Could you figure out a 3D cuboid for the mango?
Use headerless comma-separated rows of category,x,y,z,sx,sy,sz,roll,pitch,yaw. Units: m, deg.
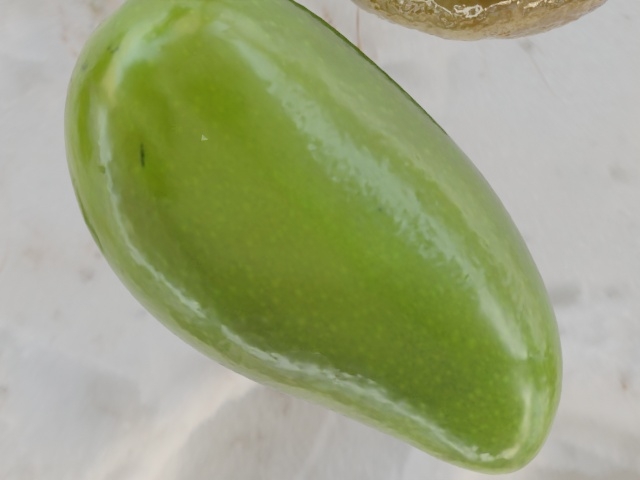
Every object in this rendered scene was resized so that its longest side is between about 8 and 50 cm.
mango,0.000,0.000,1.045,0.343,0.156,0.192,42,71,-1

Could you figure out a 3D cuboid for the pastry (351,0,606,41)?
pastry,0.114,-0.323,1.568,0.356,0.356,0.164,27,142,-4
